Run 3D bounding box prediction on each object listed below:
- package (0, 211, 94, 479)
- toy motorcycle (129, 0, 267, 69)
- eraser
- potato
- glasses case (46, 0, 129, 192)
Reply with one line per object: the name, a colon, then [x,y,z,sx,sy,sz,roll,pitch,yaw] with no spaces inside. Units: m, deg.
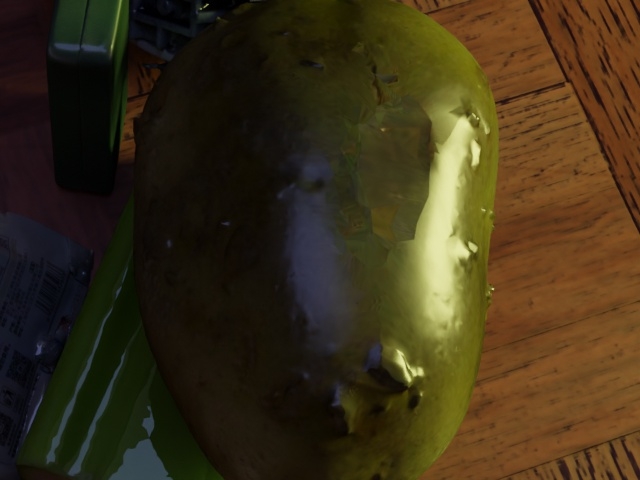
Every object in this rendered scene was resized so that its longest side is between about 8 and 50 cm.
package: [-0.222,0.044,1.074,0.173,0.027,0.171,33,61,-32]
toy motorcycle: [-0.050,-0.172,1.194,0.239,0.108,0.204,35,37,23]
eraser: [-0.041,0.053,1.099,0.210,0.092,0.274,17,67,3]
potato: [0.000,0.000,0.980,0.210,0.173,0.307,10,65,-23]
glasses case: [-0.144,-0.101,1.107,0.039,0.184,0.077,8,65,-3]
